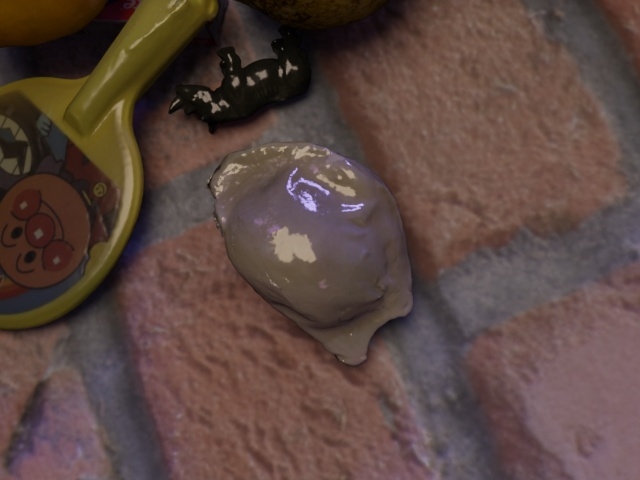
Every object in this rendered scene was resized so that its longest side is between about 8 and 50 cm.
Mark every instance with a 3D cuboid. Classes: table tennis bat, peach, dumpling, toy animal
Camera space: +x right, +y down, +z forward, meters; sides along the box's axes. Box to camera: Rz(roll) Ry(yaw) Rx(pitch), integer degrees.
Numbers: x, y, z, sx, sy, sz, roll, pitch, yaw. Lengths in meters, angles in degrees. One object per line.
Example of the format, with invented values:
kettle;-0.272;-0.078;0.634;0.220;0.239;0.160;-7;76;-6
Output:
table tennis bat;-0.221;-0.086;0.808;0.224;0.054;0.368;42;93;21
peach;-0.266;-0.246;0.808;0.179;0.103;0.179;-7;61;14
dumpling;0.000;0.000;0.729;0.136;0.118;0.199;-33;91;1
toy animal;-0.074;-0.140;0.820;0.136;0.047;0.065;-21;78;-3

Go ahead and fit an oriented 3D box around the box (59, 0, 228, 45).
box;-0.201;-0.223;0.873;0.218;0.039;0.055;6;72;12

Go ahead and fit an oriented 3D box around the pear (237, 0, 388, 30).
pear;-0.012;-0.271;0.773;0.197;0.197;0.197;-3;72;9
